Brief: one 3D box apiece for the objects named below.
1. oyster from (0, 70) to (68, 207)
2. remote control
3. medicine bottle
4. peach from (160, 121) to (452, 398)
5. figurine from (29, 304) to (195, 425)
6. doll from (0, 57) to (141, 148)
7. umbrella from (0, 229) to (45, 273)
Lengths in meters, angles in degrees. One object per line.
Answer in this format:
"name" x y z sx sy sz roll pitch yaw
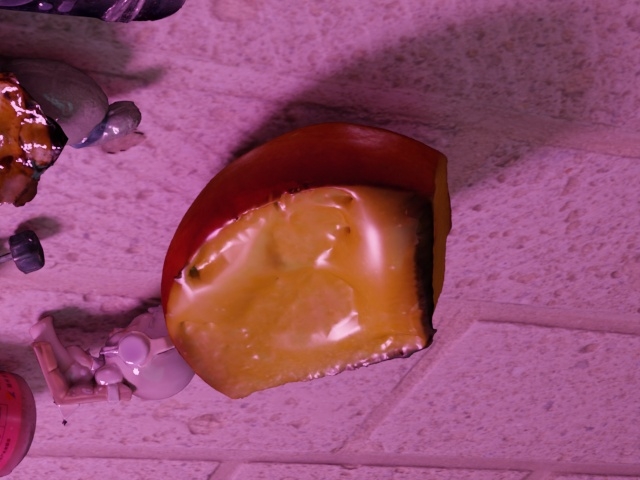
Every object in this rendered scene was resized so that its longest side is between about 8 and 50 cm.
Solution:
"oyster" -0.441 -0.079 1.756 0.361 0.096 0.221 -32 111 25
"remote control" -0.257 -0.264 1.653 0.266 0.066 0.090 3 155 -33
"medicine bottle" -0.499 0.223 2.169 0.247 0.147 0.147 15 135 -38
"peach" 0.000 0.000 1.976 0.380 0.242 0.306 -18 127 26
"figurine" -0.252 0.147 2.191 0.237 0.141 0.162 -15 175 -6
"doll" -0.292 -0.146 1.785 0.214 0.071 0.103 16 134 -31
"umbrella" -0.494 0.071 1.999 0.349 0.094 0.143 -18 151 -1
